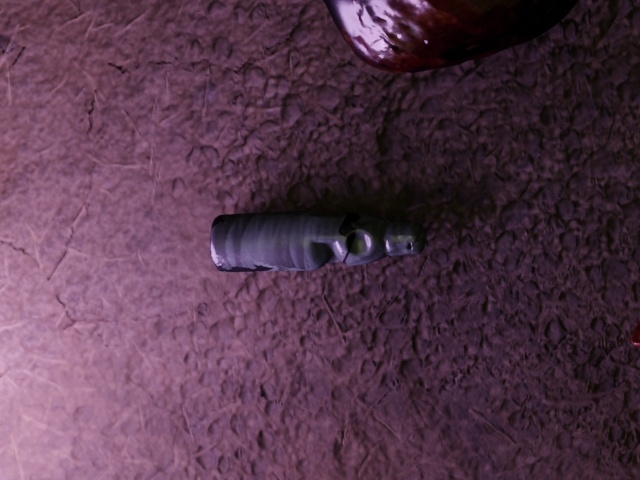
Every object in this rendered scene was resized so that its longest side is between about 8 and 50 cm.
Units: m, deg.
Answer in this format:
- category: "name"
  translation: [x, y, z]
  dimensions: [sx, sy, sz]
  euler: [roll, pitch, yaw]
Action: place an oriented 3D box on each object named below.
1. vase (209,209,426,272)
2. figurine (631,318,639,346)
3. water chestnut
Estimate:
- category: "vase"
  translation: [0.000, 0.000, 1.897]
  dimensions: [0.211, 0.060, 0.060]
  euler: [-2, 95, 15]
- category: "figurine"
  translation: [0.397, 0.148, 1.753]
  dimensions: [0.160, 0.183, 0.226]
  euler: [-12, 104, 25]
- category: "water chestnut"
  translation: [0.110, -0.290, 1.743]
  dimensions: [0.244, 0.289, 0.289]
  euler: [0, 95, 20]
